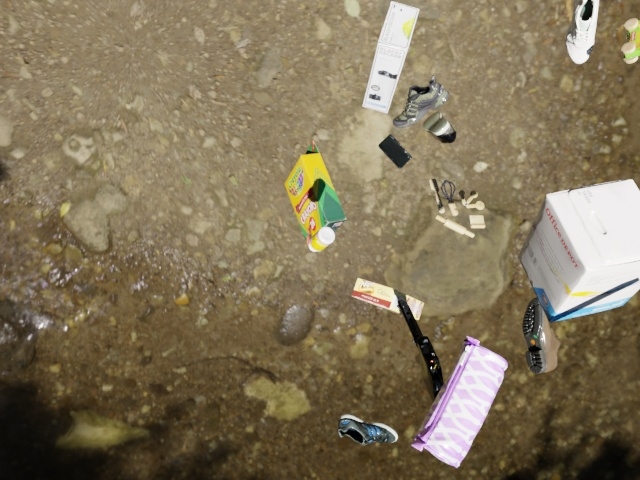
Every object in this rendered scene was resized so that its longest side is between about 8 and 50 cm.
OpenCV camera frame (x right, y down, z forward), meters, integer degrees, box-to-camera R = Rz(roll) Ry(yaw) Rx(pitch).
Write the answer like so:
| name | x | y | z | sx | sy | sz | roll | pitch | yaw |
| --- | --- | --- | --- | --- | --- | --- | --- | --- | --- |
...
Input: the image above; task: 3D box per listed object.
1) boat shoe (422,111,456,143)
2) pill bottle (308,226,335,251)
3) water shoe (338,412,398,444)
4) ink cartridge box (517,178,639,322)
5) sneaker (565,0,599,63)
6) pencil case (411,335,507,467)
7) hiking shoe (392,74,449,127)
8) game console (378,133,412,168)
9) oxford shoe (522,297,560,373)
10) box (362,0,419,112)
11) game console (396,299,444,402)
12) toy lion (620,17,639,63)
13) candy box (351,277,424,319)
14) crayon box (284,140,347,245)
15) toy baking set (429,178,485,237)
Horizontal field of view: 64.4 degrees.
| name | x | y | z | sx | sy | sz | roll | pitch | yaw |
| --- | --- | --- | --- | --- | --- | --- | --- | --- | --- |
| boat shoe | 0.425 | -0.400 | 1.813 | 0.081 | 0.228 | 0.068 | -42 | 109 | 17 |
| pill bottle | 0.000 | 0.000 | 1.238 | 0.043 | 0.083 | 0.043 | 10 | 65 | -22 |
| water shoe | 0.150 | 0.629 | 1.638 | 0.203 | 0.080 | 0.073 | 18 | 122 | -2 |
| ink cartridge box | 0.526 | 0.025 | 1.000 | 0.168 | 0.171 | 0.233 | -12 | 148 | -1 |
| sneaker | 0.517 | -0.421 | 1.006 | 0.053 | 0.061 | 0.152 | 5 | 131 | 23 |
| pencil case | 0.232 | 0.263 | 0.836 | 0.088 | 0.086 | 0.206 | 41 | 71 | -34 |
| hiking shoe | 0.337 | -0.493 | 1.803 | 0.227 | 0.086 | 0.114 | -30 | 116 | 34 |
| game console | 0.278 | -0.333 | 1.912 | 0.071 | 0.107 | 0.122 | -43 | 92 | 6 |
| oxford shoe | 0.687 | 0.291 | 1.571 | 0.096 | 0.083 | 0.227 | 0 | 86 | -19 |
| box | 0.209 | -0.547 | 1.548 | 0.087 | 0.290 | 0.169 | 17 | 66 | 3 |
| game console | 0.322 | 0.347 | 1.647 | 0.043 | 0.361 | 0.213 | -16 | 127 | 0 |
| toy lion | 0.595 | -0.361 | 0.905 | 0.034 | 0.096 | 0.100 | 42 | 58 | -40 |
| candy box | 0.288 | 0.248 | 2.128 | 0.316 | 0.182 | 0.088 | 28 | 80 | -54 |
| crayon box | -0.032 | -0.164 | 1.801 | 0.081 | 0.202 | 0.319 | -12 | 70 | -26 |
| toy baking set | 0.507 | -0.126 | 1.911 | 0.256 | 0.030 | 0.197 | 23 | 64 | -6 |
